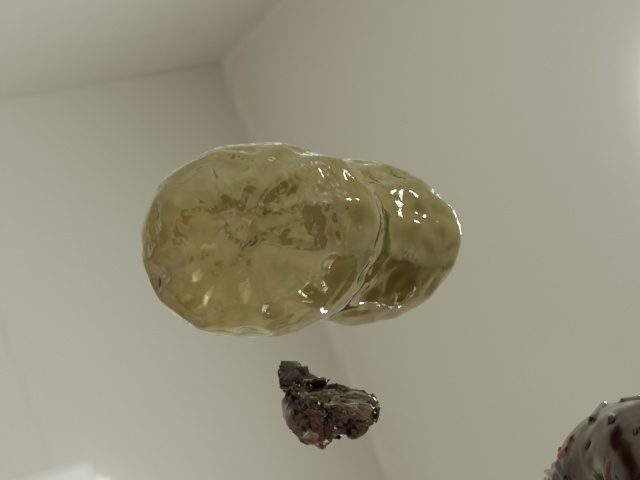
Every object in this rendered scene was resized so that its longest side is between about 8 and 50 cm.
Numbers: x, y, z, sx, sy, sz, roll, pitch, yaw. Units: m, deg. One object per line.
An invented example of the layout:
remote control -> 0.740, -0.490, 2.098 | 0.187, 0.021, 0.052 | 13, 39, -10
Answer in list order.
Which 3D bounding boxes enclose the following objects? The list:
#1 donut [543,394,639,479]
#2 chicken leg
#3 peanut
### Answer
donut -> 0.189, 0.195, 1.196 | 0.216, 0.096, 0.230 | -101, -159, -53
chicken leg -> 0.003, 0.059, 0.705 | 0.083, 0.036, 0.021 | -112, -146, -80
peanut -> 0.000, 0.000, 1.204 | 0.123, 0.257, 0.123 | 0, -90, 38
